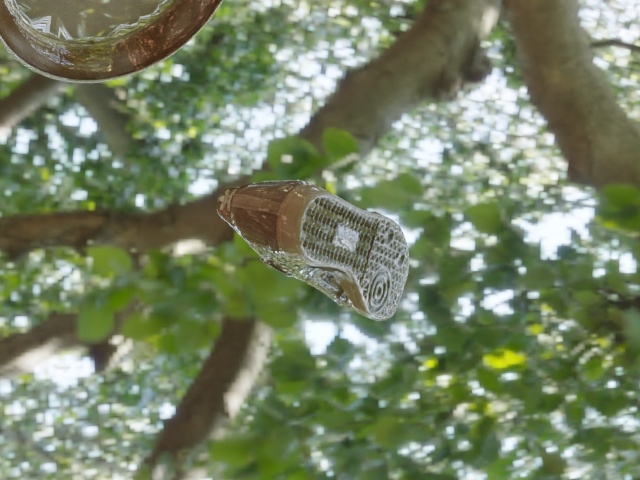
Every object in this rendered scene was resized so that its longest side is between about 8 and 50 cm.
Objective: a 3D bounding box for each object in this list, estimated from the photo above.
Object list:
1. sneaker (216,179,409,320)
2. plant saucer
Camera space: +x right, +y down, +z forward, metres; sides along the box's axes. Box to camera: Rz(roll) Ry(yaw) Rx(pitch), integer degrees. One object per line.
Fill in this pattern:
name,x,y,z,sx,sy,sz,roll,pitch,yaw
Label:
sneaker,0.000,0.000,0.919,0.071,0.188,0.066,16,-102,28
plant saucer,-0.237,-0.318,1.563,0.050,0.310,0.311,51,-58,37
